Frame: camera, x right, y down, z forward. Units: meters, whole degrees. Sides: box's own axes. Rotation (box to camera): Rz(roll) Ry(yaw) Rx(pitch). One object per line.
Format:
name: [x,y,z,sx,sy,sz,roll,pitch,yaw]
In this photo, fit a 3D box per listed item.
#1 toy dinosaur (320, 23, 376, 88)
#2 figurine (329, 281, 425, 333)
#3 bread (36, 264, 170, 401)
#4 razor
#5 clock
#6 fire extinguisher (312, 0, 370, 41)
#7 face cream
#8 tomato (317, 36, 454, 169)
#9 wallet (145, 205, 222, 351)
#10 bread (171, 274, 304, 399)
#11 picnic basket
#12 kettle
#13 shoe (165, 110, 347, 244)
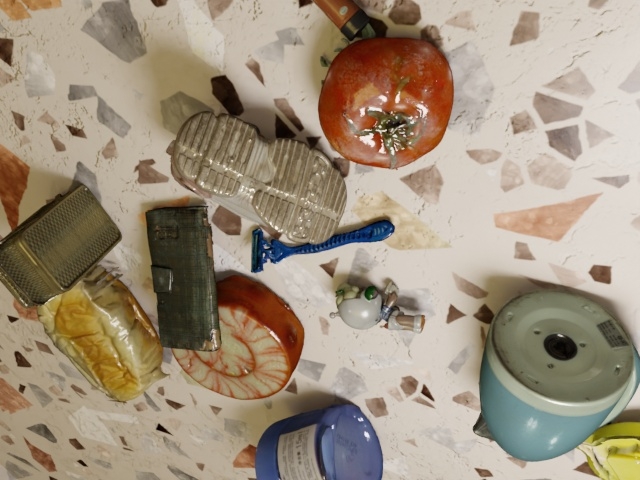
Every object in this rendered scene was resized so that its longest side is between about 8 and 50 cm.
toy dinosaur: [0.055,-0.268,1.173,0.106,0.044,0.187,-5,112,10]
figurine: [0.119,0.140,1.435,0.197,0.093,0.147,5,150,12]
bread: [-0.557,0.226,1.774,0.236,0.183,0.388,-15,113,15]
razor: [0.005,0.003,1.408,0.324,0.093,0.056,-10,161,26]
clock: [0.691,0.455,1.425,0.294,0.071,0.277,-2,134,40]
fire extinguisher: [-0.001,-0.391,1.088,0.177,0.062,0.050,44,172,-5]
face cream: [0.003,0.538,1.690,0.225,0.249,0.249,-25,112,37]
tomato: [0.109,-0.211,1.128,0.237,0.095,0.236,2,130,2]
wallet: [-0.299,0.084,1.518,0.169,0.044,0.316,-1,97,29]
bread: [-0.192,0.236,1.633,0.295,0.114,0.328,44,129,-12]
picnic basket: [-0.590,0.012,1.546,0.139,0.266,0.165,-20,113,29]
kettle: [0.455,0.290,1.321,0.320,0.247,0.342,-5,136,-3]
shoe: [-0.120,-0.123,1.301,0.351,0.171,0.198,30,172,-24]
